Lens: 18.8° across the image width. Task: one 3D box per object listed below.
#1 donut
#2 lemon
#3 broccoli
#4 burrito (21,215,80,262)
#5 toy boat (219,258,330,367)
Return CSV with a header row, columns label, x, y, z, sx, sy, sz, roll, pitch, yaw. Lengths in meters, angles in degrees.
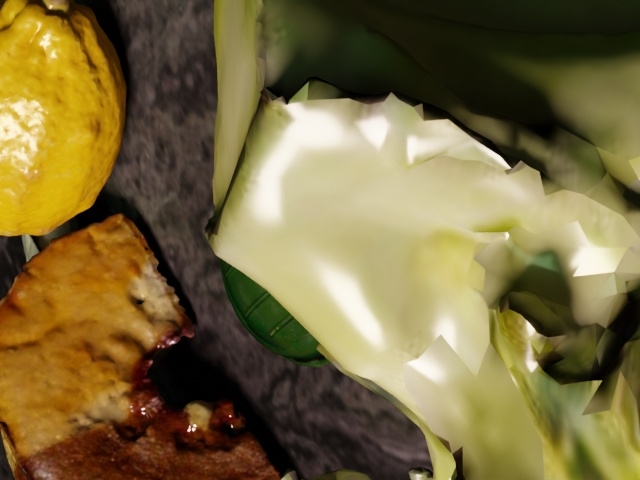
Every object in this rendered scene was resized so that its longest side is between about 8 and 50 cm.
label,x,y,z,sx,sy,sz,roll,pitch,yaw
donut,-0.111,0.102,1.067,0.217,0.141,0.085,61,155,23
lemon,-0.163,-0.071,1.057,0.114,0.114,0.155,46,136,34
broccoli,0.113,0.002,0.528,0.324,0.272,0.334,78,-172,-49
burrito,-0.168,-0.029,1.150,0.074,0.044,0.118,90,165,-73
toy boat,0.000,0.000,0.906,0.104,0.052,0.210,63,149,9
